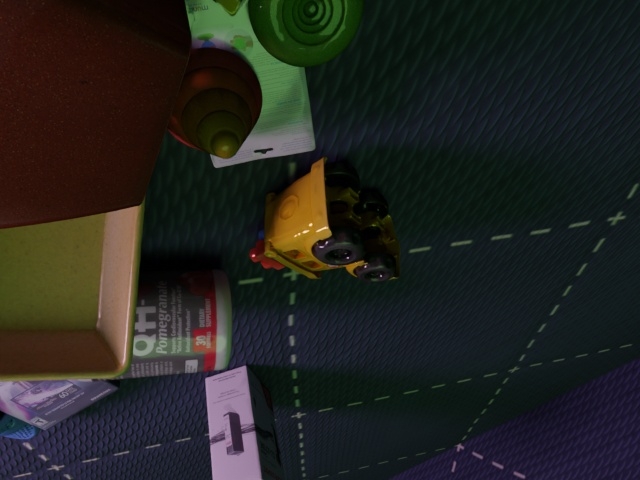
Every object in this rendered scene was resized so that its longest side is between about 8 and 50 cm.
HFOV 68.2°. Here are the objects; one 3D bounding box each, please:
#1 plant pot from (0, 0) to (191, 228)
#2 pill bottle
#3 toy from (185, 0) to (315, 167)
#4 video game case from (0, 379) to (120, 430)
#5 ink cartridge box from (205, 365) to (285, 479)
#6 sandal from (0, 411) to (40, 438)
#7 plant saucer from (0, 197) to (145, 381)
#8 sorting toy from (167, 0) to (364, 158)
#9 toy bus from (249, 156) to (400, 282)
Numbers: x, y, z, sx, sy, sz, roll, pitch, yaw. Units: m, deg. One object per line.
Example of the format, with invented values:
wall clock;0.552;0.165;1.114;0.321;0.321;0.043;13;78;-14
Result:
plant pot;-0.255;-0.167;0.402;0.236;0.267;0.267;8;134;-31
pill bottle;-0.315;0.138;0.783;0.318;0.176;0.176;-1;137;-18
toy;-0.089;-0.209;0.563;0.137;0.056;0.237;-10;134;-2
video game case;-0.568;0.270;0.925;0.196;0.026;0.274;-30;132;5
ink cartridge box;-0.178;0.473;1.131;0.114;0.273;0.197;-18;140;2
sandal;-0.712;0.361;0.934;0.126;0.138;0.317;-33;139;16
plant saucer;-0.393;-0.004;0.569;0.333;0.081;0.333;5;93;-22
sorting toy;-0.016;-0.201;0.471;0.365;0.126;0.127;-40;131;13
toy bus;0.000;0.000;0.774;0.211;0.149;0.220;-24;143;29
